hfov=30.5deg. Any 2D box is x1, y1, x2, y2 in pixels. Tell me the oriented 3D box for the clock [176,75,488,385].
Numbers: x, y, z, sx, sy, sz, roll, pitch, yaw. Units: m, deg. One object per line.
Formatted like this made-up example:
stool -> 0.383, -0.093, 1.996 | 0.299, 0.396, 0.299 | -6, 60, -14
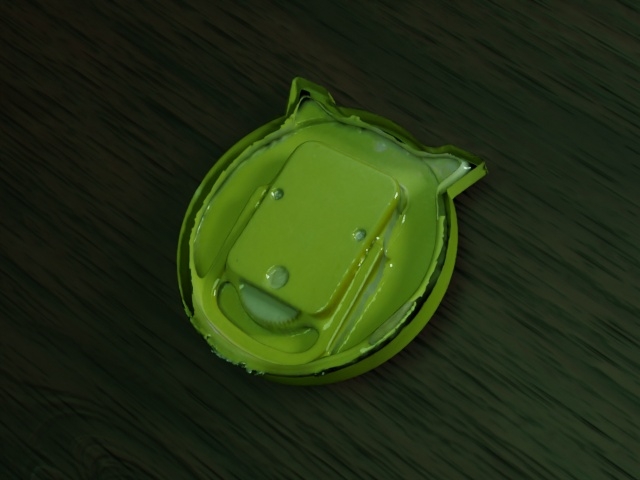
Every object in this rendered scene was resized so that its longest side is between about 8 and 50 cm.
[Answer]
clock -> 0.000, 0.003, 1.139 | 0.277, 0.071, 0.293 | 35, 82, 30
